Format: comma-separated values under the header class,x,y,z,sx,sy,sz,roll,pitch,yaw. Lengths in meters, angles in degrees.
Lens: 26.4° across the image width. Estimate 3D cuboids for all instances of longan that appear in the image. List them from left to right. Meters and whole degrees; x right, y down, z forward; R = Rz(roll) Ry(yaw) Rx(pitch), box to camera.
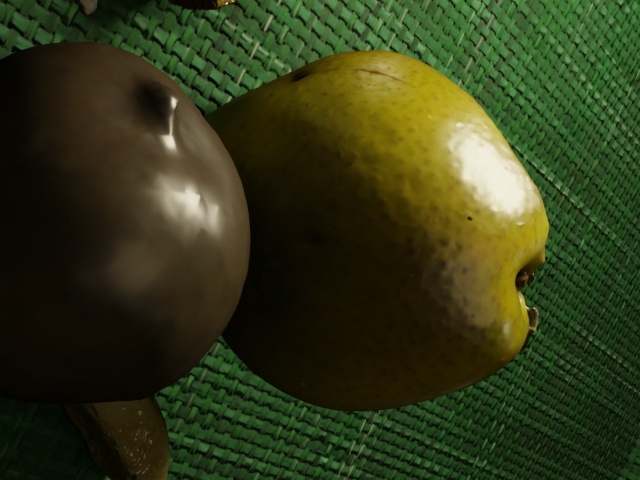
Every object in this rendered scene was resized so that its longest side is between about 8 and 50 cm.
class,x,y,z,sx,sy,sz,roll,pitch,yaw
longan,-0.194,-0.012,1.111,0.297,0.297,0.297,-29,131,-40

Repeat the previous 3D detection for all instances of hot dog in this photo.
class,x,y,z,sx,sy,sz,roll,pitch,yaw
hot dog,-0.209,0.162,1.349,0.073,0.084,0.242,-50,141,-28

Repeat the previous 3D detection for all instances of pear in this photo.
class,x,y,z,sx,sy,sz,roll,pitch,yaw
pear,0.000,0.000,1.255,0.191,0.386,0.340,-20,121,-54

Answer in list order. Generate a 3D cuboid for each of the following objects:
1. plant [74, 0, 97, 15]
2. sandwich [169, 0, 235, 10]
class,x,y,z,sx,sy,sz,roll,pitch,yaw
plant,-0.164,-0.283,1.080,0.203,0.131,0.142,-35,105,9
sandwich,-0.034,-0.378,1.254,0.301,0.099,0.271,-29,126,-36
